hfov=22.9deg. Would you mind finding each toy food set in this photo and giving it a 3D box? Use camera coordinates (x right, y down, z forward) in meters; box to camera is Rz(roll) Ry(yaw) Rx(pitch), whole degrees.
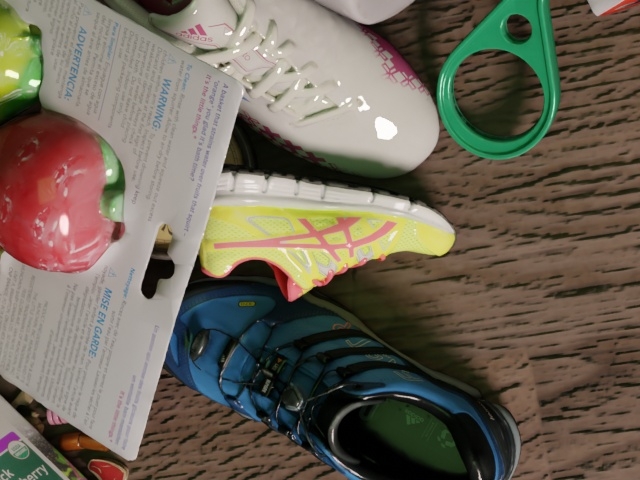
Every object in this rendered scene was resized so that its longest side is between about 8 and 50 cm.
[{"bbox_3d":[-0.201,0.166,1.259,0.122,0.019,0.078,42,97,7],"label":"toy food set"}]

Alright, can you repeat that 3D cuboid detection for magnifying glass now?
[{"bbox_3d":[0.147,-0.164,1.141,0.092,0.026,0.231,23,123,13],"label":"magnifying glass"}]

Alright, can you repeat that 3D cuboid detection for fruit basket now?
[{"bbox_3d":[-0.228,-0.056,1.152,0.353,0.165,0.327,27,121,16],"label":"fruit basket"}]

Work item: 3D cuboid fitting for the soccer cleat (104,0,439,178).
[{"bbox_3d":[-0.053,-0.140,1.126,0.331,0.143,0.116,36,106,-13],"label":"soccer cleat"}]

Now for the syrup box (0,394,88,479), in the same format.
[{"bbox_3d":[-0.221,0.235,1.214,0.237,0.093,0.096,44,122,6],"label":"syrup box"}]

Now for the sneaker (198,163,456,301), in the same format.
[{"bbox_3d":[0.000,0.000,1.168,0.208,0.081,0.094,7,93,-18],"label":"sneaker"}]

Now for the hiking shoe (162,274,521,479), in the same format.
[{"bbox_3d":[0.006,0.106,1.165,0.304,0.132,0.113,21,95,9],"label":"hiking shoe"}]

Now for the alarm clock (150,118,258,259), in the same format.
[{"bbox_3d":[-0.096,-0.040,1.213,0.192,0.064,0.129,31,92,6],"label":"alarm clock"}]

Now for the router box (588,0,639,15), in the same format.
[{"bbox_3d":[0.220,-0.354,1.036,0.082,0.301,0.335,-23,88,-24],"label":"router box"}]

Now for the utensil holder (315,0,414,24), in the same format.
[{"bbox_3d":[-0.059,-0.355,0.974,0.385,0.327,0.327,33,96,13],"label":"utensil holder"}]
